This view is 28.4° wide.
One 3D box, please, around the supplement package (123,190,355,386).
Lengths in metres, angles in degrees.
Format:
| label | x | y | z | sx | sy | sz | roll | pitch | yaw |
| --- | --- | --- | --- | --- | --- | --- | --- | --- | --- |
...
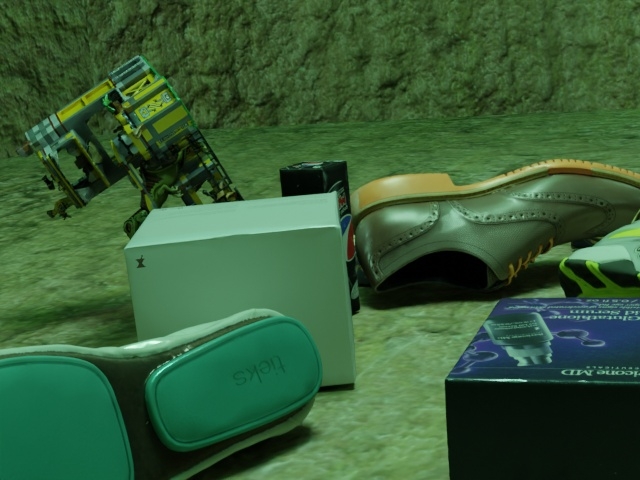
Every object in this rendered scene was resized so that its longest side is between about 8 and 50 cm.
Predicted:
| label | x | y | z | sx | sy | sz | roll | pitch | yaw |
| --- | --- | --- | --- | --- | --- | --- | --- | --- | --- |
| supplement package | -0.070 | 0.048 | 1.202 | 0.194 | 0.149 | 0.203 | -6 | 11 | 1 |

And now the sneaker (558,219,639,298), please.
| label | x | y | z | sx | sy | sz | roll | pitch | yaw |
| --- | --- | --- | --- | --- | --- | --- | --- | --- | --- |
| sneaker | 0.355 | 0.032 | 1.018 | 0.147 | 0.145 | 0.384 | -36 | 24 | -18 |

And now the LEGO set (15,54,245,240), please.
| label | x | y | z | sx | sy | sz | roll | pitch | yaw |
| --- | --- | --- | --- | --- | --- | --- | --- | --- | --- |
| LEGO set | -0.197 | -0.036 | 1.415 | 0.192 | 0.331 | 0.255 | -35 | 37 | -4 |

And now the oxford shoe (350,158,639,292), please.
| label | x | y | z | sx | sy | sz | roll | pitch | yaw |
| --- | --- | --- | --- | --- | --- | --- | --- | --- | --- |
| oxford shoe | 0.217 | -0.002 | 1.440 | 0.363 | 0.133 | 0.130 | -6 | -31 | -4 |

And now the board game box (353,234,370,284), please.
| label | x | y | z | sx | sy | sz | roll | pitch | yaw |
| --- | --- | --- | --- | --- | --- | --- | --- | --- | --- |
| board game box | 0.030 | 0.005 | 1.600 | 0.243 | 0.042 | 0.165 | 6 | 19 | 32 |

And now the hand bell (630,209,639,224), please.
| label | x | y | z | sx | sy | sz | roll | pitch | yaw |
| --- | --- | --- | --- | --- | --- | --- | --- | --- | --- |
| hand bell | 0.371 | 0.009 | 1.388 | 0.126 | 0.126 | 0.242 | -5 | 0 | 0 |

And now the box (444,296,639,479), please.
| label | x | y | z | sx | sy | sz | roll | pitch | yaw |
| --- | --- | --- | --- | --- | --- | --- | --- | --- | --- |
| box | 0.180 | 0.115 | 0.859 | 0.153 | 0.108 | 0.207 | -1 | 11 | 17 |

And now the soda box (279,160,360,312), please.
| label | x | y | z | sx | sy | sz | roll | pitch | yaw |
| --- | --- | --- | --- | --- | --- | --- | --- | --- | --- |
| soda box | 0.000 | 0.000 | 1.364 | 0.060 | 0.169 | 0.053 | 2 | 14 | 32 |

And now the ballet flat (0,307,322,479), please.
| label | x | y | z | sx | sy | sz | roll | pitch | yaw |
| --- | --- | --- | --- | --- | --- | --- | --- | --- | --- |
| ballet flat | -0.166 | 0.138 | 0.918 | 0.139 | 0.139 | 0.400 | 5 | 11 | 41 |

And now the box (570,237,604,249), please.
| label | x | y | z | sx | sy | sz | roll | pitch | yaw |
| --- | --- | --- | --- | --- | --- | --- | --- | --- | --- |
| box | 0.514 | -0.037 | 1.572 | 0.293 | 0.073 | 0.295 | -14 | 14 | -42 |
